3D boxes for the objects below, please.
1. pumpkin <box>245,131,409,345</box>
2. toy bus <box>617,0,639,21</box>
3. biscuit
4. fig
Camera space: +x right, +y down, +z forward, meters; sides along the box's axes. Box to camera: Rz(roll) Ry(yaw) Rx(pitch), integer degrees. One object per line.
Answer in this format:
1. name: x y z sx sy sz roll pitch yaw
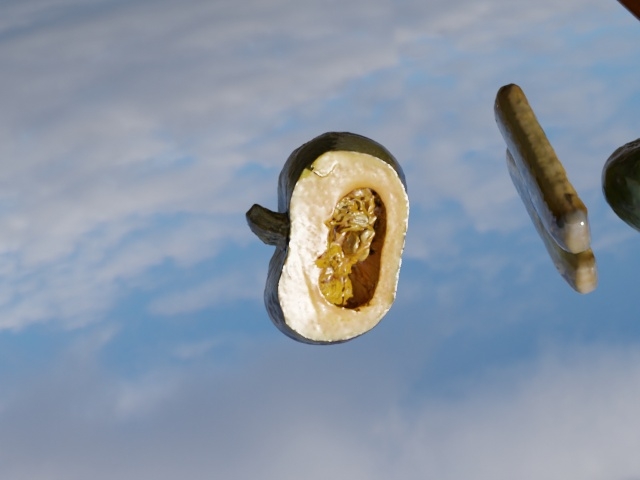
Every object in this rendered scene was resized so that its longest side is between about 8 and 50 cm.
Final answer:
1. pumpkin: 0.000 0.000 1.481 0.222 0.317 0.139 8 -167 -16
2. toy bus: 0.498 -0.453 1.704 0.092 0.093 0.409 17 -150 -36
3. biscuit: 0.342 -0.076 1.571 0.062 0.237 0.290 -22 -122 6
4. fig: 0.516 -0.066 1.471 0.233 0.167 0.167 26 -155 -1
